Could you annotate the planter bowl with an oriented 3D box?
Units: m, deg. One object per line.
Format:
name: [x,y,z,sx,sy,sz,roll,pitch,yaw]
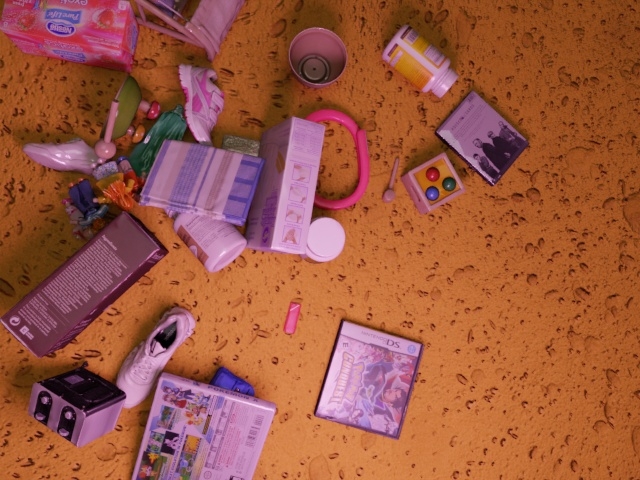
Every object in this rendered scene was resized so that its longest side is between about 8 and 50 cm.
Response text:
planter bowl: [-0.013,-0.499,1.561,0.161,0.109,0.162,1,84,-8]

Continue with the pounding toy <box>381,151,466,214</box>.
pounding toy: [0.276,-0.167,1.580,0.206,0.094,0.181,-29,90,-9]

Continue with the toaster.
toaster: [-0.593,0.401,1.363,0.168,0.185,0.110,24,100,16]

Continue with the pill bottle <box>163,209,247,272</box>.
pill bottle: [-0.314,-0.039,1.467,0.131,0.131,0.229,-40,82,-9]

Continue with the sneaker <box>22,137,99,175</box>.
sneaker: [-0.674,-0.238,1.478,0.212,0.080,0.094,13,72,-13]

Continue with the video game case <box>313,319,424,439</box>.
video game case: [0.138,0.388,1.544,0.248,0.035,0.275,18,83,-6]

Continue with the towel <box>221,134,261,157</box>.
towel: [-0.210,-0.238,1.555,0.148,0.027,0.110,12,83,-6]

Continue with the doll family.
doll family: [-0.565,-0.102,1.416,0.263,0.118,0.163,-36,75,5]

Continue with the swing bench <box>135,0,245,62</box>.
swing bench: [-0.346,-0.675,1.504,0.254,0.165,0.253,26,82,-5]

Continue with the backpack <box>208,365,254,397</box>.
backpack: [-0.237,0.404,1.456,0.120,0.101,0.098,36,71,-7]

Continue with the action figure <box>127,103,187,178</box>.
action figure: [-0.431,-0.267,1.509,0.137,0.063,0.232,27,86,-3]

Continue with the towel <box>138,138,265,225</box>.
towel: [-0.304,-0.153,1.425,0.284,0.034,0.209,11,65,4]

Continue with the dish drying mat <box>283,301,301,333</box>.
dish drying mat: [-0.079,0.217,1.543,0.032,0.008,0.083,15,83,-7]

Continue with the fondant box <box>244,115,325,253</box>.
fondant box: [-0.100,-0.134,1.443,0.096,0.238,0.331,10,86,-24]

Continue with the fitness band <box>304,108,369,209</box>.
fitness band: [0.032,-0.230,1.577,0.208,0.054,0.291,-5,85,-5]

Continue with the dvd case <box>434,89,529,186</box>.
dvd case: [0.483,-0.306,1.652,0.238,0.029,0.179,42,82,-2]

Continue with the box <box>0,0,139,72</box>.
box: [-0.652,-0.562,1.461,0.299,0.154,0.142,9,85,-8]

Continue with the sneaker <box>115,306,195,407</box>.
sneaker: [-0.440,0.304,1.435,0.110,0.118,0.292,33,83,-6]

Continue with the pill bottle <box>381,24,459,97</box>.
pill bottle: [0.291,-0.513,1.599,0.215,0.117,0.117,39,82,-3]

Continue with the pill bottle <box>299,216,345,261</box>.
pill bottle: [0.000,0.000,1.471,0.119,0.208,0.119,1,86,-8]

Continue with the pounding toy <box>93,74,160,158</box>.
pounding toy: [-0.492,-0.313,1.438,0.110,0.237,0.183,24,120,-21]

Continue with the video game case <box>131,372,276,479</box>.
video game case: [-0.302,0.521,1.417,0.299,0.036,0.329,17,106,-6]

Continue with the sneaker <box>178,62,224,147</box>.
sneaker: [-0.314,-0.369,1.514,0.111,0.103,0.253,-10,87,-7]

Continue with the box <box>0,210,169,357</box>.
box: [-0.577,0.107,1.396,0.143,0.191,0.381,45,82,-3]
